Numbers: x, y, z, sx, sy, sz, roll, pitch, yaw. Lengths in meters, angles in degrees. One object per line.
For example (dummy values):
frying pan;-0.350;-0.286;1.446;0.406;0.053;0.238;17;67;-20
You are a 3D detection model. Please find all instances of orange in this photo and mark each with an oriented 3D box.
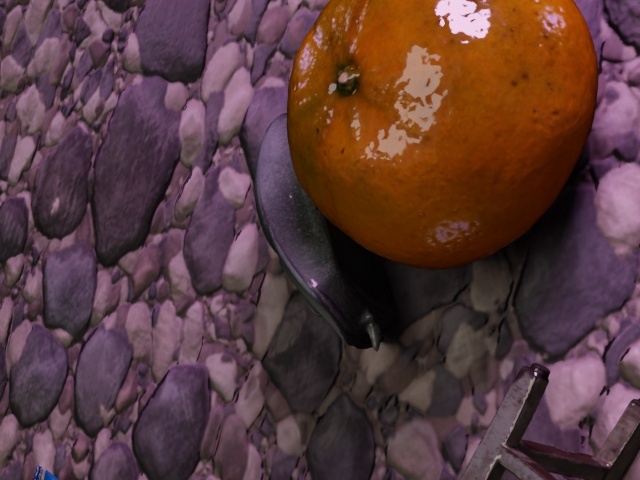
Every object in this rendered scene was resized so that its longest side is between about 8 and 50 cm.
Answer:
orange;0.079;-0.099;1.107;0.240;0.171;0.240;-16;66;41

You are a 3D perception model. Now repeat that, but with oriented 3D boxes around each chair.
chair;0.146;0.230;0.962;0.136;0.147;0.270;38;105;44

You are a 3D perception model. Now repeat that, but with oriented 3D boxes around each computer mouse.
computer mouse;-0.005;0.001;1.215;0.068;0.113;0.229;-30;53;19

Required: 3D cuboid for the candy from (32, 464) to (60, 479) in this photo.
candy;-0.224;0.269;1.415;0.136;0.038;0.088;20;96;38
